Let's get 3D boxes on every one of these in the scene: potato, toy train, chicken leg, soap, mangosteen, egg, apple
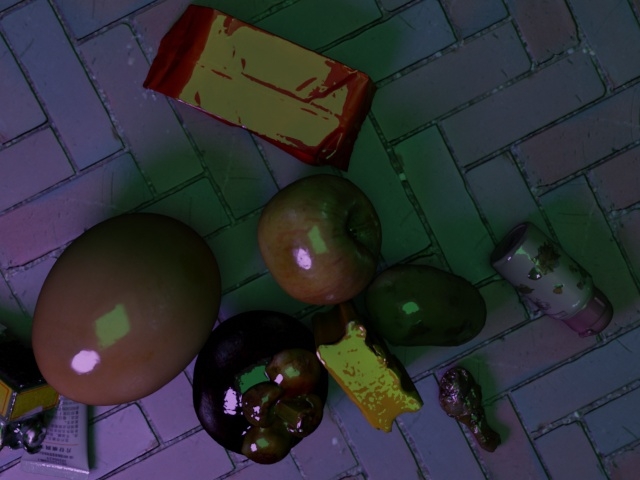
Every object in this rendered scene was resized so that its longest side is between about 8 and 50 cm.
[{"bbox_3d":[0.206,0.123,1.644,0.262,0.165,0.165,6,96,-31],"label":"potato"},{"bbox_3d":[-0.598,0.281,1.617,0.261,0.134,0.177,30,110,26],"label":"toy train"},{"bbox_3d":[0.299,0.344,1.748,0.085,0.069,0.198,-38,104,-23],"label":"chicken leg"},{"bbox_3d":[0.077,0.216,1.590,0.096,0.324,0.204,-38,94,2],"label":"soap"},{"bbox_3d":[-0.093,0.274,1.597,0.275,0.302,0.275,-7,106,-27],"label":"mangosteen"},{"bbox_3d":[-0.342,0.119,1.552,0.301,0.301,0.374,42,51,-6],"label":"egg"},{"bbox_3d":[0.000,0.000,1.596,0.194,0.261,0.261,-14,97,34],"label":"apple"}]

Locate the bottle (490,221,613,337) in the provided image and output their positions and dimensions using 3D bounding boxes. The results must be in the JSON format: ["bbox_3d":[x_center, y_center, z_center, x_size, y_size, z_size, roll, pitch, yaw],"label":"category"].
[{"bbox_3d":[0.459,0.084,1.700,0.253,0.120,0.120,40,92,-7],"label":"bottle"}]

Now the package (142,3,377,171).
[{"bbox_3d":[-0.107,-0.287,1.634,0.423,0.123,0.196,24,92,-6],"label":"package"}]

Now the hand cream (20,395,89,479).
[{"bbox_3d":[-0.498,0.316,1.691,0.139,0.089,0.314,11,98,3],"label":"hand cream"}]
